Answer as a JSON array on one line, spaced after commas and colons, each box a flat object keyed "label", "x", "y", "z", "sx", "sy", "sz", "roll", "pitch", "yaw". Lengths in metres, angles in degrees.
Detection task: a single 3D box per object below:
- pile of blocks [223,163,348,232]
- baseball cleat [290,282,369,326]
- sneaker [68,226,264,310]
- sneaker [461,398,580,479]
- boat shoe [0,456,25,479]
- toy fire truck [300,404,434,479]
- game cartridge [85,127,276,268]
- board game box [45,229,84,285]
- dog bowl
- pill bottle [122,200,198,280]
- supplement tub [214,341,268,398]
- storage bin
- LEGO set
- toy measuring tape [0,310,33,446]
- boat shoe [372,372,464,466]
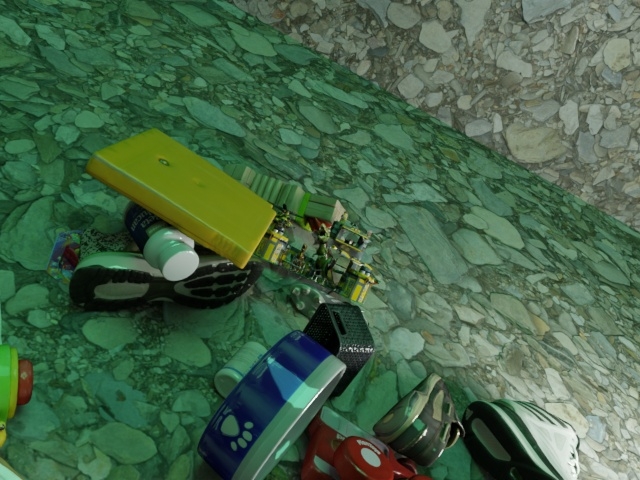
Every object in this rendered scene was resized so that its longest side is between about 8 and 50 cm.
[{"label": "pile of blocks", "x": -0.109, "y": -0.091, "z": 1.580, "sx": 0.361, "sy": 0.149, "sz": 0.113, "roll": 21, "pitch": 77, "yaw": 1}, {"label": "baseball cleat", "x": 0.023, "y": 0.163, "z": 1.379, "sx": 0.205, "sy": 0.072, "sz": 0.109, "roll": 36, "pitch": 18, "yaw": 4}, {"label": "sneaker", "x": -0.307, "y": 0.029, "z": 1.194, "sx": 0.410, "sy": 0.158, "sz": 0.182, "roll": 4, "pitch": 47, "yaw": -35}, {"label": "sneaker", "x": 0.518, "y": 0.511, "z": 1.202, "sx": 0.257, "sy": 0.169, "sz": 0.448, "roll": 1, "pitch": 41, "yaw": -34}, {"label": "boat shoe", "x": -0.497, "y": 0.303, "z": 0.759, "sx": 0.277, "sy": 0.098, "sz": 0.096, "roll": 37, "pitch": 34, "yaw": 8}, {"label": "toy fire truck", "x": 0.103, "y": 0.432, "z": 1.016, "sx": 0.302, "sy": 0.170, "sz": 0.254, "roll": 32, "pitch": 15, "yaw": 0}, {"label": "game cartridge", "x": -0.249, "y": -0.093, "z": 1.125, "sx": 0.323, "sy": 0.053, "sz": 0.285, "roll": 34, "pitch": 20, "yaw": -6}, {"label": "board game box", "x": -0.480, "y": 0.027, "z": 1.184, "sx": 0.133, "sy": 0.033, "sz": 0.169, "roll": 16, "pitch": 37, "yaw": -21}, {"label": "dog bowl", "x": -0.077, "y": 0.282, "z": 0.957, "sx": 0.104, "sy": 0.265, "sz": 0.265, "roll": 36, "pitch": 34, "yaw": 14}, {"label": "pill bottle", "x": -0.291, "y": -0.006, "z": 1.062, "sx": 0.094, "sy": 0.094, "sz": 0.169, "roll": -5, "pitch": 41, "yaw": -41}, {"label": "supplement tub", "x": -0.150, "y": 0.252, "z": 1.113, "sx": 0.071, "sy": 0.071, "sz": 0.107, "roll": 35, "pitch": 35, "yaw": 7}, {"label": "storage bin", "x": 0.021, "y": 0.226, "z": 1.179, "sx": 0.084, "sy": 0.180, "sz": 0.122, "roll": 9, "pitch": 39, "yaw": -30}, {"label": "LEGO set", "x": 0.000, "y": 0.000, "z": 1.371, "sx": 0.331, "sy": 0.192, "sz": 0.255, "roll": 25, "pitch": -3, "yaw": 0}, {"label": "toy measuring tape", "x": -0.515, "y": 0.170, "z": 0.903, "sx": 0.121, "sy": 0.121, "sz": 0.330, "roll": 5, "pitch": 41, "yaw": -33}, {"label": "boat shoe", "x": 0.207, "y": 0.364, "z": 1.141, "sx": 0.130, "sy": 0.132, "sz": 0.355, "roll": 49, "pitch": 16, "yaw": 17}]
